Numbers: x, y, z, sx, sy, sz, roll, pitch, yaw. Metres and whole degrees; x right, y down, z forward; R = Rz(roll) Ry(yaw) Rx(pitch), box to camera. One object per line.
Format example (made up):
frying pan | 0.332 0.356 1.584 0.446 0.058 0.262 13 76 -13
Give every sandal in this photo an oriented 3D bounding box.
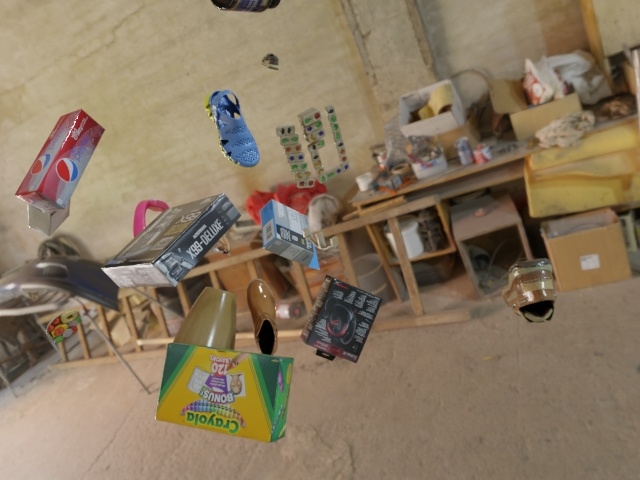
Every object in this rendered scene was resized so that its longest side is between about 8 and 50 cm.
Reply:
sandal | -0.314 -0.408 1.712 0.126 0.318 0.138 -31 3 -28

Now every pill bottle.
pill bottle | -0.222 -0.756 1.440 0.122 0.123 0.219 -6 14 40

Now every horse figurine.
horse figurine | -0.431 -0.035 1.902 0.174 0.066 0.263 12 21 -9

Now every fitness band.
fitness band | -0.533 -0.024 1.532 0.054 0.209 0.291 0 -2 -3

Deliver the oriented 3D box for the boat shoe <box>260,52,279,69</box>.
boat shoe | -0.174 -0.639 1.694 0.056 0.049 0.152 6 24 -26

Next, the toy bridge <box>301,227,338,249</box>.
toy bridge | 0.000 0.000 1.727 0.026 0.063 0.188 -32 29 -29

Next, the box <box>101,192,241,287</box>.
box | -0.368 0.006 1.164 0.307 0.077 0.242 -6 38 47

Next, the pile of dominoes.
pile of dominoes | -0.010 -0.271 1.442 0.195 0.251 0.040 -30 40 -12

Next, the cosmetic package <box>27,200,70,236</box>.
cosmetic package | -0.882 -0.130 1.554 0.231 0.085 0.117 -54 12 47

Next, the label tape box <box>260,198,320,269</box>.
label tape box | -0.123 -0.024 2.347 0.115 0.347 0.249 -41 42 32

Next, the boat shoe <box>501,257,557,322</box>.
boat shoe | 0.542 0.156 1.234 0.122 0.324 0.120 -15 62 16

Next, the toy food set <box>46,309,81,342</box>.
toy food set | -0.647 0.216 1.203 0.020 0.083 0.083 29 50 26

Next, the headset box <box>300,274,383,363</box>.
headset box | 0.071 0.306 1.788 0.294 0.218 0.110 -68 16 -4

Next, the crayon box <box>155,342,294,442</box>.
crayon box | -0.205 0.318 1.023 0.278 0.166 0.081 3 -12 19

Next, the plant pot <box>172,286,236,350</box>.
plant pot | -0.417 0.313 1.813 0.237 0.237 0.255 -1 71 46

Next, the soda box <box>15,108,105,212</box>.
soda box | -0.651 -0.203 1.205 0.092 0.083 0.264 -6 57 27

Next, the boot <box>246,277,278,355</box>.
boot | -0.207 0.271 1.678 0.108 0.284 0.220 -4 -6 -5
